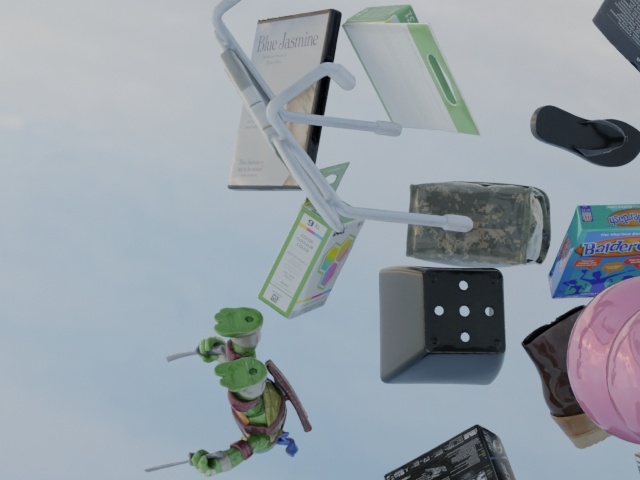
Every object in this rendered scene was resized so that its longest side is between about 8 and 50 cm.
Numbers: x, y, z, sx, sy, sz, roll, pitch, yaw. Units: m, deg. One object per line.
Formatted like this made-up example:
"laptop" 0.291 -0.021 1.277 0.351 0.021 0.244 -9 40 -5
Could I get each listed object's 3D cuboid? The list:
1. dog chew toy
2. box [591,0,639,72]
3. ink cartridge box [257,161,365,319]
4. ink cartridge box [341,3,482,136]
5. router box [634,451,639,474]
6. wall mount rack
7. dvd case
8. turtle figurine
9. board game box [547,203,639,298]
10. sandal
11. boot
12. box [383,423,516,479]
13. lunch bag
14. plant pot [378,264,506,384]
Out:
"dog chew toy" 0.407 0.149 1.546 0.206 0.207 0.332 19 -178 -6
"box" 0.561 -0.380 1.720 0.343 0.312 0.179 -36 -103 -18
"ink cartridge box" 0.000 0.000 1.877 0.062 0.209 0.109 32 -159 18
"ink cartridge box" 0.135 -0.227 1.801 0.056 0.171 0.235 -36 -159 -20
"router box" 0.659 0.417 2.399 0.178 0.133 0.046 -16 -176 -7
"wall mount rack" 0.015 -0.126 1.495 0.304 0.130 0.350 50 -173 -43
"dvd case" -0.052 -0.193 1.896 0.022 0.253 0.180 14 173 -37
"turtle figurine" -0.156 0.225 1.956 0.274 0.266 0.198 25 -127 15
"board game box" 0.444 0.018 2.045 0.160 0.210 0.047 -2 -121 -4
"sandal" 0.530 -0.201 2.664 0.254 0.097 0.054 9 176 -24
"boot" 0.459 0.192 2.127 0.248 0.207 0.090 -27 -168 -4
"box" 0.205 0.390 2.062 0.077 0.180 0.147 35 -151 -47
"lunch bag" 0.311 -0.030 2.607 0.235 0.169 0.287 4 179 17
"plant pot" 0.200 0.123 2.105 0.187 0.188 0.167 2 169 -10
